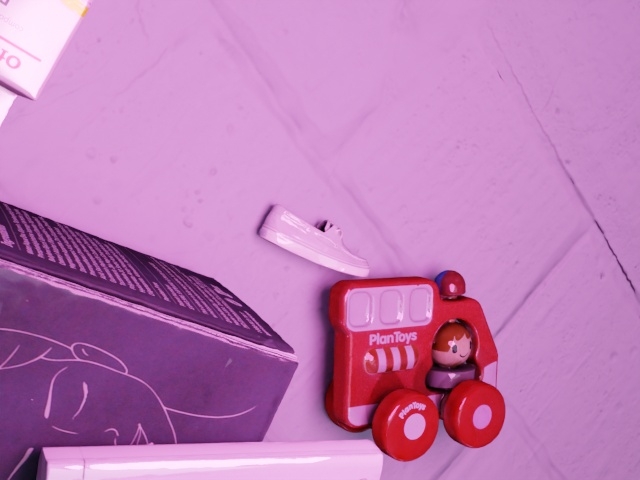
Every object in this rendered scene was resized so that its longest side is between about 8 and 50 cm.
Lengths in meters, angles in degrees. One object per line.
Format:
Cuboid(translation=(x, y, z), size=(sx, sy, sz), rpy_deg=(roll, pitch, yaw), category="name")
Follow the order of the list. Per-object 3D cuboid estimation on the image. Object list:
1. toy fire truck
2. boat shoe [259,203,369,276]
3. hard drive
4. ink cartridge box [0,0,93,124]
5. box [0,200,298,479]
Cuboid(translation=(0.148, 0.175, 1.278), size=(0.302, 0.169, 0.254), rpy_deg=(-2, 98, -30), category="toy fire truck")
Cuboid(translation=(0.000, 0.000, 1.221), size=(0.184, 0.066, 0.063), rpy_deg=(23, 90, -21), category="boat shoe")
Cuboid(translation=(-0.116, 0.320, 0.867), size=(0.353, 0.047, 0.233), rpy_deg=(6, 102, -28), category="hard drive")
Cuboid(translation=(-0.357, -0.292, 0.917), size=(0.207, 0.119, 0.353), rpy_deg=(29, 86, -31), category="ink cartridge box")
Cuboid(translation=(-0.361, 0.220, 0.907), size=(0.471, 0.297, 0.480), rpy_deg=(23, 94, -31), category="box")
